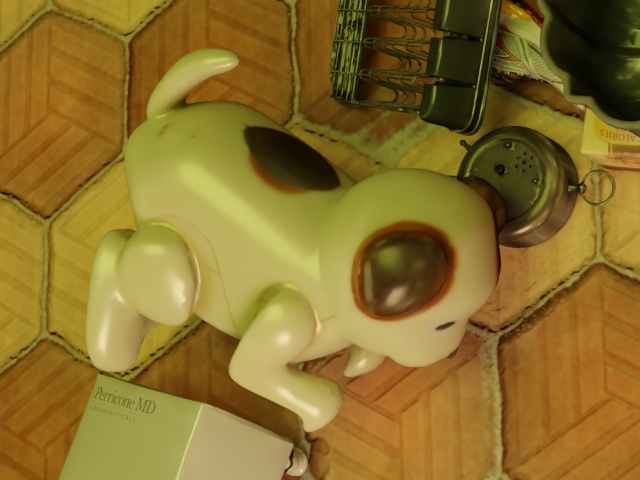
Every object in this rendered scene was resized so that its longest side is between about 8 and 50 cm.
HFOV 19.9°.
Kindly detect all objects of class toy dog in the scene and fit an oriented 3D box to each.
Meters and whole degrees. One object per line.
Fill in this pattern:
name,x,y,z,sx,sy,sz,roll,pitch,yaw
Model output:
toy dog,0.000,0.000,1.959,0.408,0.284,0.395,13,107,26

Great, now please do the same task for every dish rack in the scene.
dish rack,0.097,-0.236,2.057,0.271,0.074,0.208,17,99,61

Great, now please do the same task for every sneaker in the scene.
sneaker,0.226,-0.203,2.010,0.225,0.088,0.093,44,108,39
sneaker,-0.066,0.239,2.099,0.109,0.044,0.040,17,90,34

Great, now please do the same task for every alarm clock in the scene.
alarm clock,0.229,-0.060,1.984,0.192,0.064,0.129,2,80,28

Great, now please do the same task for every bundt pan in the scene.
bundt pan,0.382,-0.226,1.763,0.331,0.124,0.331,-16,58,28

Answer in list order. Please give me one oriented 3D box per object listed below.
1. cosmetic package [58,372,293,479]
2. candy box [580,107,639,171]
cosmetic package,-0.204,0.361,2.034,0.217,0.156,0.385,6,75,48
candy box,0.392,-0.229,1.907,0.183,0.087,0.316,5,81,31
